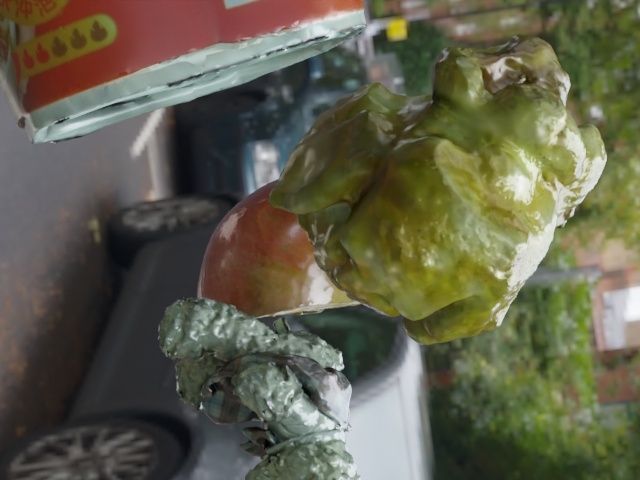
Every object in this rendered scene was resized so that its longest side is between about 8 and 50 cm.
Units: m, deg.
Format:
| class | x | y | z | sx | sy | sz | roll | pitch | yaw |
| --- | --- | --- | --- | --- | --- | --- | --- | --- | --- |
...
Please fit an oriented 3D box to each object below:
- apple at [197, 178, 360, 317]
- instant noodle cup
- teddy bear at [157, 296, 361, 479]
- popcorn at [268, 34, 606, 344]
| class | x | y | z | sx | sy | sz | roll | pitch | yaw |
| --- | --- | --- | --- | --- | --- | --- | --- | --- | --- |
| apple | 0.000 | 0.000 | 1.550 | 0.251 | 0.293 | 0.163 | 164 | -81 | -74 |
| instant noodle cup | -0.120 | -0.228 | 0.784 | 0.294 | 0.294 | 0.307 | -66 | 138 | -85 |
| teddy bear | -0.019 | 0.127 | 0.970 | 0.213 | 0.111 | 0.133 | 53 | -12 | 20 |
| popcorn | 0.111 | -0.045 | 1.185 | 0.225 | 0.276 | 0.276 | 43 | 33 | -47 |
